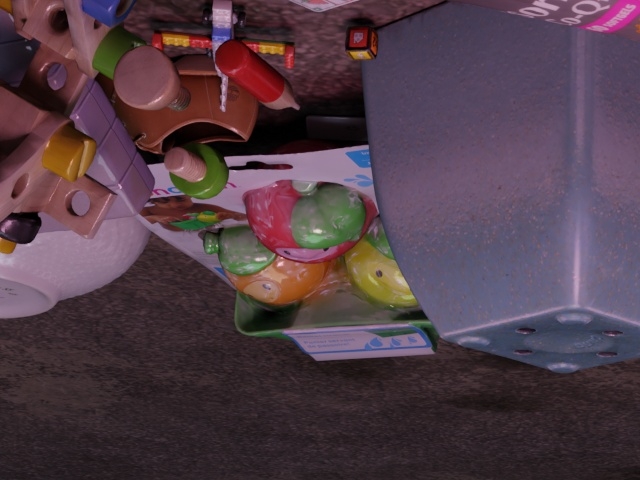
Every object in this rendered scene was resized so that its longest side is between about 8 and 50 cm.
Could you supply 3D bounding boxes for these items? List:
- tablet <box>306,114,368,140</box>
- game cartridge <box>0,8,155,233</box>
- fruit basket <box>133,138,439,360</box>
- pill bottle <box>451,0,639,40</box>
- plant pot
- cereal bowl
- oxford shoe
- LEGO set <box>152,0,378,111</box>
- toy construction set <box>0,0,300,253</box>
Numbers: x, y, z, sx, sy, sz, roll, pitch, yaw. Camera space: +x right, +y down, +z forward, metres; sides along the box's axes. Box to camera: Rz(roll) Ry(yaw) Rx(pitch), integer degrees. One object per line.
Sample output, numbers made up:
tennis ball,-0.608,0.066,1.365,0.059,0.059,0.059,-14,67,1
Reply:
tablet,0.029,-0.099,1.741,0.083,0.006,0.054,2,162,2
game cartridge,-0.330,-0.092,1.571,0.355,0.068,0.230,-6,135,27
fruit basket,0.000,0.000,1.782,0.327,0.165,0.353,-4,164,22
pill bottle,0.118,-0.210,1.113,0.278,0.162,0.162,9,162,-20
plant pot,0.191,-0.039,1.500,0.247,0.252,0.248,18,157,-38
cereal bowl,-0.324,-0.014,1.850,0.339,0.141,0.339,2,162,1
oxford shoe,-0.155,-0.109,1.627,0.212,0.076,0.076,-1,164,17
LEGO set,-0.076,-0.164,1.472,0.244,0.060,0.182,18,161,-40
toy construction set,-0.166,-0.094,1.361,0.308,0.258,0.237,5,174,15
